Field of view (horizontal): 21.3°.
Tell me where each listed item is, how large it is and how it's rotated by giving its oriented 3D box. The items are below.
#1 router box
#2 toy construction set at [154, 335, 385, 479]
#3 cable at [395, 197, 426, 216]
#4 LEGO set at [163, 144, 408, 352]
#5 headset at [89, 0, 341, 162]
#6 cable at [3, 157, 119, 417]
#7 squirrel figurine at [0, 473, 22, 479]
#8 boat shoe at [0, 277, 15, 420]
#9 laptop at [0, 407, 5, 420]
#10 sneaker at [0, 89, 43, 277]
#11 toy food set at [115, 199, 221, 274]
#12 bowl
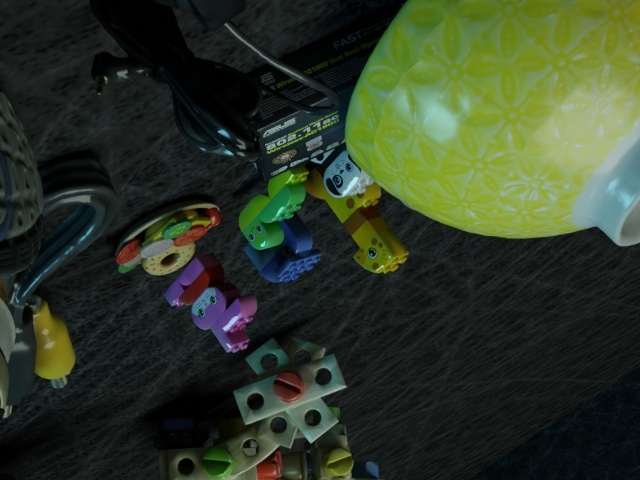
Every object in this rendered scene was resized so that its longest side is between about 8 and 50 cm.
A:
[{"bbox_3d":[0.007,-0.092,1.077,0.122,0.038,0.092,-26,163,-5],"label":"router box"},{"bbox_3d":[-0.050,0.214,1.707,0.215,0.151,0.327,-3,155,4],"label":"toy construction set"},{"bbox_3d":[0.129,-0.077,1.320,0.151,0.047,0.184,-27,162,-21],"label":"cable"},{"bbox_3d":[0.000,0.000,1.213,0.087,0.093,0.227,-15,154,-51],"label":"LEGO set"},{"bbox_3d":[-0.024,-0.182,0.668,0.243,0.185,0.394,-23,148,-27],"label":"headset"},{"bbox_3d":[-0.216,0.031,1.120,0.139,0.072,0.287,-2,143,-20],"label":"cable"},{"bbox_3d":[-0.306,0.418,1.527,0.281,0.370,0.397,-7,154,-49],"label":"squirrel figurine"},{"bbox_3d":[-0.311,0.070,0.917,0.302,0.103,0.113,-6,130,3],"label":"boat shoe"},{"bbox_3d":[-0.409,0.153,0.720,0.408,0.236,0.382,9,177,11],"label":"laptop"},{"bbox_3d":[-0.248,-0.025,0.814,0.129,0.111,0.297,-11,175,31],"label":"sneaker"},{"bbox_3d":[-0.108,-0.001,1.199,0.083,0.020,0.082,-37,161,30],"label":"toy food set"},{"bbox_3d":[0.175,-0.090,1.049,0.289,0.156,0.289,-33,159,-15],"label":"bowl"}]
